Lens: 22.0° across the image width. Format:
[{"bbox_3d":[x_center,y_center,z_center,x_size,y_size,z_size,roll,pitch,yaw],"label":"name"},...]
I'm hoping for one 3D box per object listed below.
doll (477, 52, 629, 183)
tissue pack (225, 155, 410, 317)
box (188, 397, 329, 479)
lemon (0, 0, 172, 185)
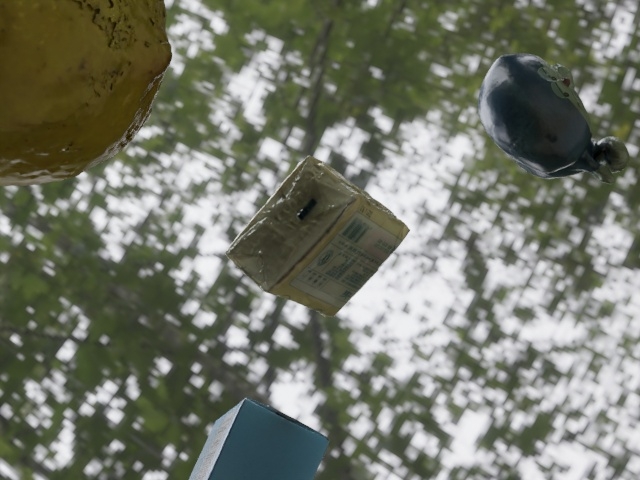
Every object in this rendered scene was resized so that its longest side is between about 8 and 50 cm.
[{"bbox_3d":[0.112,-0.056,0.805,0.050,0.076,0.083,-41,-26,10],"label":"doll"},{"bbox_3d":[0.000,0.000,1.824,0.148,0.092,0.196,-48,-24,5],"label":"tissue pack"},{"bbox_3d":[-0.086,0.252,1.316,0.083,0.142,0.232,25,-108,-7],"label":"box"},{"bbox_3d":[-0.275,-0.169,1.407,0.258,0.310,0.258,-1,-90,-65],"label":"lemon"}]
